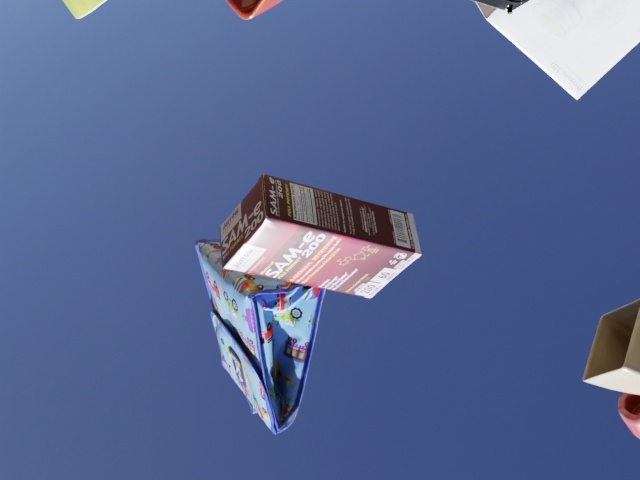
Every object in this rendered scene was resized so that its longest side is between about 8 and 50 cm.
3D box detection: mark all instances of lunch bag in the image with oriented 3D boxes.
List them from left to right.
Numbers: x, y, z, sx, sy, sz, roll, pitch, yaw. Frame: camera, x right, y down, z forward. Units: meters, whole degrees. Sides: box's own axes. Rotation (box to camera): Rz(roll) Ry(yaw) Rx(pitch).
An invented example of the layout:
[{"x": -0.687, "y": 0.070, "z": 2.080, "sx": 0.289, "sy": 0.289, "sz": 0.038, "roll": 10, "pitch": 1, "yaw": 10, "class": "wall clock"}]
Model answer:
[{"x": -0.101, "y": 0.158, "z": 1.414, "sx": 0.138, "sy": 0.293, "sz": 0.221, "roll": -13, "pitch": -152, "yaw": -28, "class": "lunch bag"}]

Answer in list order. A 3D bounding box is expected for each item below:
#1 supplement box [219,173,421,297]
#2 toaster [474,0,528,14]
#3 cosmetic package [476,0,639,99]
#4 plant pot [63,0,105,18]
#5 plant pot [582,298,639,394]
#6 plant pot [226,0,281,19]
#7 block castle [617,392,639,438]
[{"x": 0.000, "y": 0.000, "z": 1.136, "sx": 0.130, "sy": 0.239, "sz": 0.073, "roll": -46, "pitch": -139, "yaw": 44, "class": "supplement box"}, {"x": 0.166, "y": -0.286, "z": 0.707, "sx": 0.185, "sy": 0.168, "sz": 0.110, "roll": -22, "pitch": -108, "yaw": 49, "class": "toaster"}, {"x": 0.402, "y": -0.390, "z": 1.348, "sx": 0.224, "sy": 0.224, "sz": 0.138, "roll": -45, "pitch": -154, "yaw": 26, "class": "cosmetic package"}, {"x": -0.406, "y": -0.570, "z": 1.393, "sx": 0.274, "sy": 0.293, "sz": 0.275, "roll": -32, "pitch": -152, "yaw": 20, "class": "plant pot"}, {"x": 0.450, "y": 0.160, "z": 1.188, "sx": 0.109, "sy": 0.096, "sz": 0.109, "roll": -65, "pitch": -177, "yaw": -23, "class": "plant pot"}, {"x": -0.050, "y": -0.508, "z": 1.178, "sx": 0.267, "sy": 0.267, "sz": 0.235, "roll": -44, "pitch": 173, "yaw": 38, "class": "plant pot"}, {"x": 0.702, "y": 0.178, "z": 1.410, "sx": 0.303, "sy": 0.213, "sz": 0.453, "roll": -12, "pitch": -156, "yaw": 40, "class": "block castle"}]
